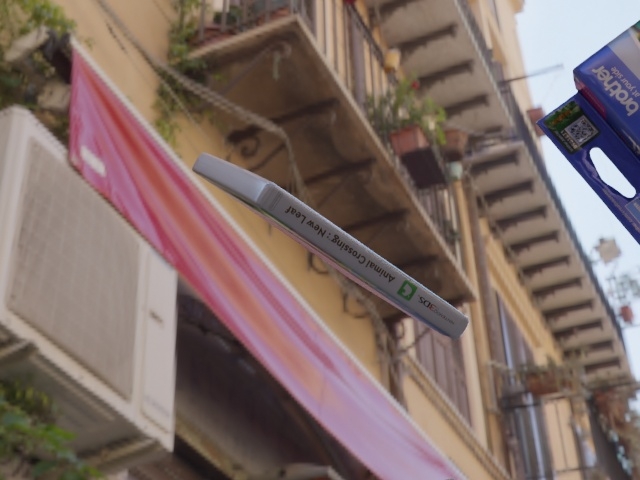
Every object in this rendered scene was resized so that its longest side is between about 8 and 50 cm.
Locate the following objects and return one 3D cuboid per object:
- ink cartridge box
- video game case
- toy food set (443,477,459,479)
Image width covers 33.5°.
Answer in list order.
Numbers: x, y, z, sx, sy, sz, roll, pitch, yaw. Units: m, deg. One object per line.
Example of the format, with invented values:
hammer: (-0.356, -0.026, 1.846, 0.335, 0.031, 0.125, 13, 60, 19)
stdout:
ink cartridge box: (0.375, -0.148, 0.984, 0.311, 0.185, 0.065, -37, -22, 7)
video game case: (0.000, 0.000, 0.855, 0.193, 0.212, 0.023, 34, -92, -22)
toy food set: (0.064, 0.187, 0.376, 0.132, 0.192, 0.038, -48, -30, 3)
